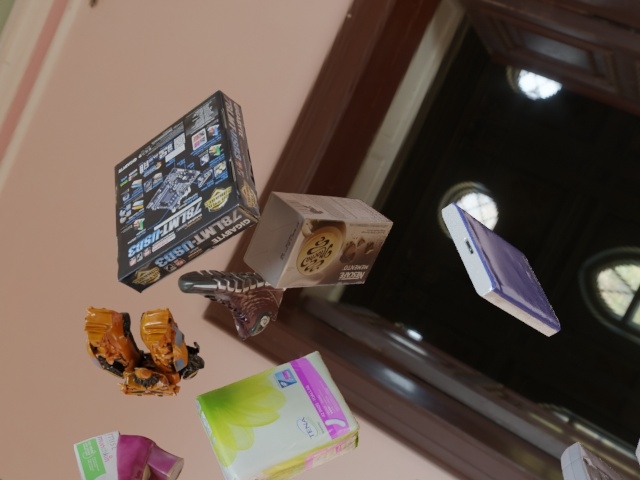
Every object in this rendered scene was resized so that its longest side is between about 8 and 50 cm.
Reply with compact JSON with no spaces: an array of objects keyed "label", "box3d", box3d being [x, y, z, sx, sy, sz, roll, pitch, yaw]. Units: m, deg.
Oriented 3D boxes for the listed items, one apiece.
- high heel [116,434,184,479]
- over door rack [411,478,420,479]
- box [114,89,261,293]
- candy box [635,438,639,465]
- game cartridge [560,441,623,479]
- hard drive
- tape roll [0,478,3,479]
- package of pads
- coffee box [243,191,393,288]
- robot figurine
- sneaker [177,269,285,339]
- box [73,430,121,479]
[{"label":"high heel","box3d":[-0.308,0.379,1.162,0.244,0.117,0.082,-53,-23,-51]},{"label":"over door rack","box3d":[0.012,0.459,1.187,0.324,0.108,0.239,-29,-20,-9]},{"label":"box","box3d":[-0.261,-0.093,1.482,0.295,0.293,0.073,-31,-39,22]},{"label":"candy box","box3d":[0.593,0.285,1.170,0.070,0.196,0.165,-31,-45,-73]},{"label":"game cartridge","box3d":[0.542,0.518,1.461,0.060,0.196,0.294,-40,20,19]},{"label":"hard drive","box3d":[0.375,0.065,1.622,0.040,0.210,0.318,-35,-37,23]},{"label":"tape roll","box3d":[-0.766,0.626,1.610,0.321,0.077,0.322,-4,-83,-30]},{"label":"package of pads","box3d":[-0.087,0.389,1.673,0.296,0.229,0.101,-18,-39,-18]},{"label":"coffee box","box3d":[0.000,0.000,1.707,0.297,0.119,0.168,2,-60,-49]},{"label":"robot figurine","box3d":[-0.329,0.211,1.451,0.291,0.210,0.085,89,-178,-57]},{"label":"sneaker","box3d":[-0.209,0.160,1.881,0.281,0.106,0.163,3,-78,-31]},{"label":"box","box3d":[-0.516,0.659,1.981,0.126,0.262,0.231,-14,-51,-21]}]
